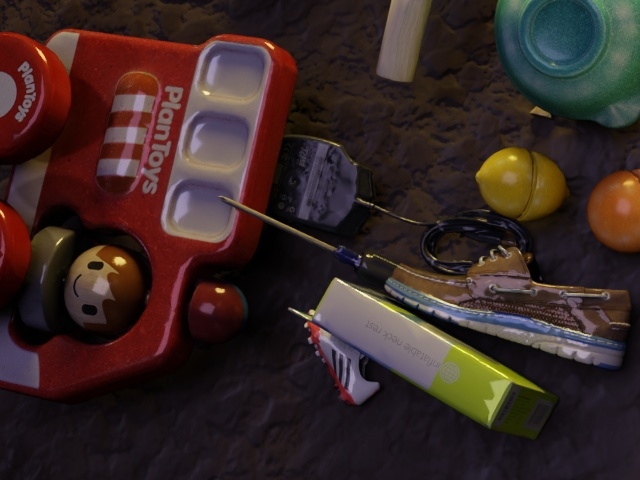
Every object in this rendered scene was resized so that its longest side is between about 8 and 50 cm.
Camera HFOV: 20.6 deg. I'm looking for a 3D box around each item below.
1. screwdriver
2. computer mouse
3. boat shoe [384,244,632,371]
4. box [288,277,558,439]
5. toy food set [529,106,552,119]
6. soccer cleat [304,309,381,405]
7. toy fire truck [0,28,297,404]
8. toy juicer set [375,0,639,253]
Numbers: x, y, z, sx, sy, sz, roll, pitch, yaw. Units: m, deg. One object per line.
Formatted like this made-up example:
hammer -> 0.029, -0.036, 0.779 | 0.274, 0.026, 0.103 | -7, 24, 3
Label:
screwdriver -> 0.000, 0.000, 1.317 | 0.024, 0.170, 0.025 | -51, 15, 45
computer mouse -> 0.050, -0.025, 1.352 | 0.242, 0.041, 0.071 | 20, 94, 20
boat shoe -> 0.138, 0.039, 1.276 | 0.183, 0.066, 0.066 | 16, 89, 16
box -> 0.075, 0.081, 1.268 | 0.178, 0.109, 0.042 | 30, 93, 27
toy food set -> 0.201, -0.151, 1.323 | 0.078, 0.019, 0.122 | 5, 79, 24
soccer cleat -> 0.017, 0.086, 1.339 | 0.035, 0.029, 0.083 | -29, 70, 5
toy fire truck -> -0.161, -0.021, 1.363 | 0.254, 0.169, 0.302 | 9, 81, 25
toy juicer set -> 0.167, -0.126, 1.286 | 0.329, 0.089, 0.209 | 39, 113, 14
